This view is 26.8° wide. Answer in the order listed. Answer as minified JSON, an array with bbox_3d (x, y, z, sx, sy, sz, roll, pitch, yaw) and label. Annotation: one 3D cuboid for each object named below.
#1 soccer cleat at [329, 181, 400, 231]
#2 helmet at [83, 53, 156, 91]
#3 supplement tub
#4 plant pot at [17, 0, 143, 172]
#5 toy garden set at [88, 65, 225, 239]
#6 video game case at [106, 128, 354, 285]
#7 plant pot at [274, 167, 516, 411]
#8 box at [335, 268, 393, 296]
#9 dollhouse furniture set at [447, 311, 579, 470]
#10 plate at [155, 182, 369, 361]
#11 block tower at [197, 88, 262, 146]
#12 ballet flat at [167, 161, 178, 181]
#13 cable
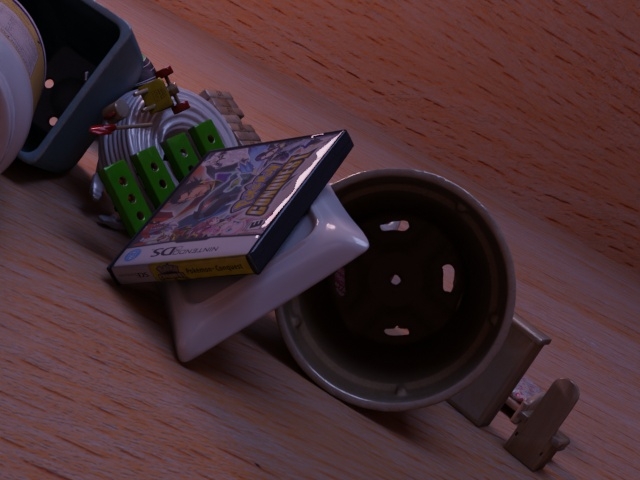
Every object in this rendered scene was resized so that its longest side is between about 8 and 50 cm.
[{"bbox_3d":[0.013,-0.067,2.488,0.331,0.143,0.116,21,18,-36],"label":"soccer cleat"},{"bbox_3d":[-0.360,-0.265,2.344,0.161,0.169,0.169,3,28,-31],"label":"helmet"},{"bbox_3d":[-0.477,-0.195,1.694,0.241,0.241,0.331,28,15,-16],"label":"supplement tub"},{"bbox_3d":[-0.416,-0.247,2.035,0.248,0.247,0.252,35,-5,12],"label":"plant pot"},{"bbox_3d":[-0.241,-0.127,1.909,0.244,0.049,0.204,-32,98,-51],"label":"toy garden set"},{"bbox_3d":[-0.117,-0.045,1.771,0.275,0.248,0.035,-55,127,-41],"label":"video game case"},{"bbox_3d":[0.110,0.066,1.978,0.334,0.334,0.305,32,3,3],"label":"plant pot"},{"bbox_3d":[0.000,0.000,2.272,0.257,0.123,0.128,37,16,19],"label":"box"},{"bbox_3d":[0.348,0.206,2.205,0.303,0.174,0.355,39,16,26],"label":"dollhouse furniture set"},{"bbox_3d":[-0.094,0.012,1.754,0.045,0.278,0.277,57,1,-29],"label":"plate"},{"bbox_3d":[-0.107,-0.085,2.180,0.335,0.091,0.097,56,21,10],"label":"block tower"},{"bbox_3d":[-0.226,-0.134,2.291,0.123,0.123,0.348,36,13,18],"label":"ballet flat"},{"bbox_3d":[-0.223,-0.116,2.032,0.257,0.089,0.257,23,55,-42],"label":"cable"}]
